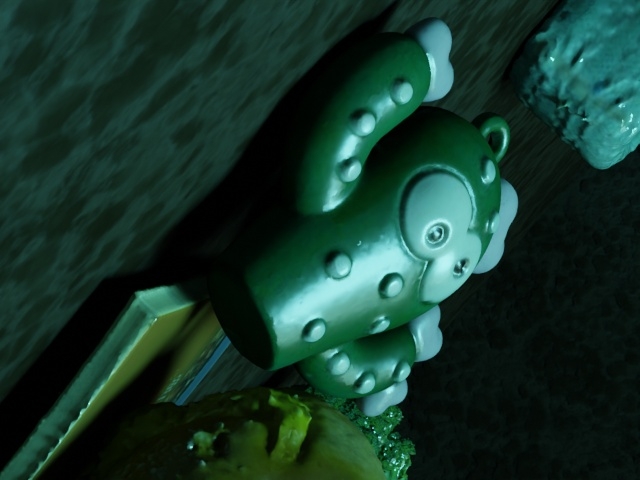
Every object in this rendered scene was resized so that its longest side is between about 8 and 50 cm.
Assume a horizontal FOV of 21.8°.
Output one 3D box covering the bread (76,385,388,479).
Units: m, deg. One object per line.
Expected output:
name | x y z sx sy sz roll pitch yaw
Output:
bread | -0.079 0.189 1.080 0.195 0.176 0.246 -19 171 -29

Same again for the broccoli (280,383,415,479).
broccoli | -0.009 0.291 1.861 0.270 0.270 0.270 -21 152 -12

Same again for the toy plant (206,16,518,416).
toy plant | 0.039 -0.009 1.077 0.243 0.112 0.232 -55 138 -9

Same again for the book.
book | -0.145 0.126 1.163 0.262 0.028 0.374 -52 174 9

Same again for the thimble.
thimble | 0.295 -0.183 1.632 0.235 0.143 0.198 -41 168 -41
